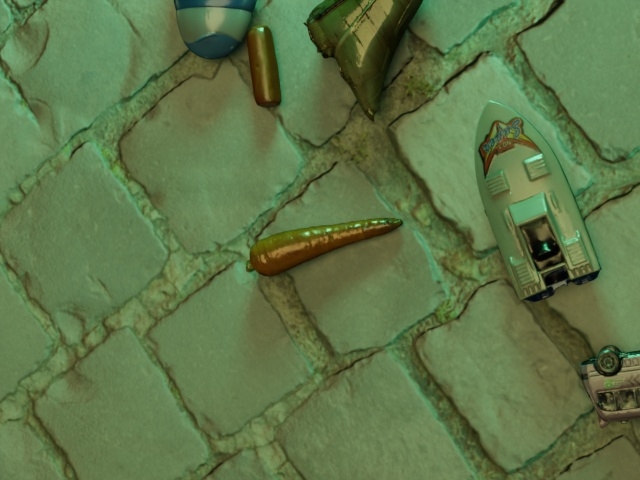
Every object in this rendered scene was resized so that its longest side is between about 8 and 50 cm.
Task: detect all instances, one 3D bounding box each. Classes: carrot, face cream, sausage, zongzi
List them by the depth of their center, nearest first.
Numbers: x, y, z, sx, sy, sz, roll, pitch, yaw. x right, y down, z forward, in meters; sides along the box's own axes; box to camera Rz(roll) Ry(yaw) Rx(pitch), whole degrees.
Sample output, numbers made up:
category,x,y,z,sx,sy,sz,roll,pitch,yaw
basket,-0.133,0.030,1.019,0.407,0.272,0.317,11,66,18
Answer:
category,x,y,z,sx,sy,sz,roll,pitch,yaw
zongzi,0.096,-0.302,1.989,0.194,0.099,0.197,-34,75,20
carrot,0.000,0.000,2.029,0.256,0.061,0.061,-18,82,14
sausage,-0.089,-0.272,2.080,0.039,0.041,0.131,-14,81,39
face cream,-0.165,-0.414,2.092,0.149,0.083,0.264,2,88,21

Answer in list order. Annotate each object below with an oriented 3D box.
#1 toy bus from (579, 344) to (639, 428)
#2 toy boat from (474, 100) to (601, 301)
category,x,y,z,sx,sy,sz,roll,pitch,yaw
toy bus,0.464,0.192,1.847,0.199,0.096,0.108,-10,88,14
toy boat,0.293,-0.066,1.919,0.129,0.088,0.295,-22,81,15
